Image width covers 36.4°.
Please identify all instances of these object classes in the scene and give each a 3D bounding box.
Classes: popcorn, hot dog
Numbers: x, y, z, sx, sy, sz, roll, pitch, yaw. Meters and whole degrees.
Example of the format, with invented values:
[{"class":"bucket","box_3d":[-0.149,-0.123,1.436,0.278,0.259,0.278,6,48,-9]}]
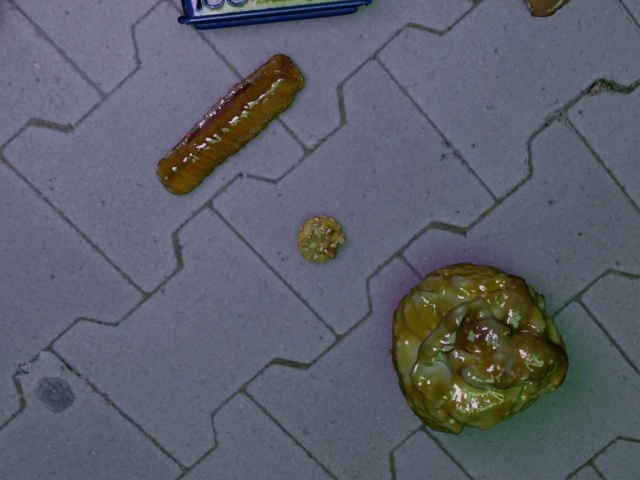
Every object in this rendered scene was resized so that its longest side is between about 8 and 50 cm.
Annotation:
[{"class":"popcorn","box_3d":[0.248,0.167,1.597,0.282,0.282,0.247,20,147,-13]},{"class":"popcorn","box_3d":[0.000,0.000,1.618,0.082,0.057,0.083,-38,110,6]},{"class":"hot dog","box_3d":[-0.143,-0.179,1.542,0.289,0.068,0.083,-43,114,5]}]

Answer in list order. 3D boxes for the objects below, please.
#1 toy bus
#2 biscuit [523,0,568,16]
[{"class":"toy bus","box_3d":[-0.078,-0.412,1.444,0.287,0.138,0.175,-8,106,-6]},{"class":"biscuit","box_3d":[0.378,-0.497,1.519,0.237,0.013,0.232,-39,119,7]}]
